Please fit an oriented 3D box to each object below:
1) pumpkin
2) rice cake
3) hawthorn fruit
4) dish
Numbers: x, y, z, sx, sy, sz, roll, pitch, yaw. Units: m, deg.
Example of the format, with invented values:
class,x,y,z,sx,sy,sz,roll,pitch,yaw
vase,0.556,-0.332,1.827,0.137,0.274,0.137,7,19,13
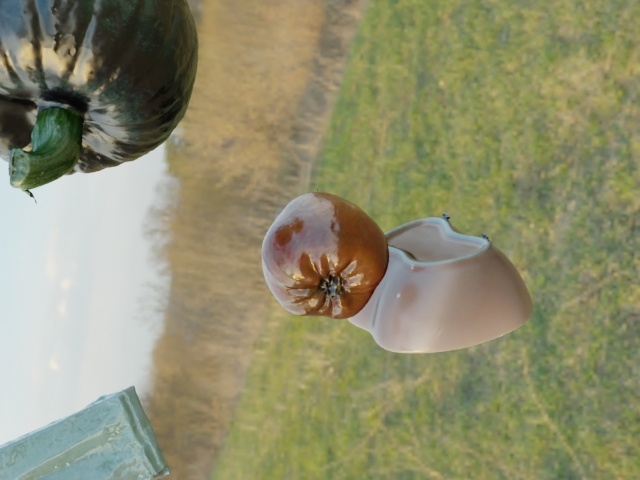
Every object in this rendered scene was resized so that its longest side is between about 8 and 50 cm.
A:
class,x,y,z,sx,sy,sz,roll,pitch,yaw
pumpkin,-0.230,-0.139,0.923,0.248,0.248,0.248,-173,90,-83
rice cake,-0.247,0.203,0.907,0.040,0.226,0.085,97,150,-84
hawthorn fruit,-0.003,0.013,1.026,0.140,0.125,0.125,37,129,37
dish,0.129,0.036,1.187,0.213,0.213,0.090,-100,1,-68
